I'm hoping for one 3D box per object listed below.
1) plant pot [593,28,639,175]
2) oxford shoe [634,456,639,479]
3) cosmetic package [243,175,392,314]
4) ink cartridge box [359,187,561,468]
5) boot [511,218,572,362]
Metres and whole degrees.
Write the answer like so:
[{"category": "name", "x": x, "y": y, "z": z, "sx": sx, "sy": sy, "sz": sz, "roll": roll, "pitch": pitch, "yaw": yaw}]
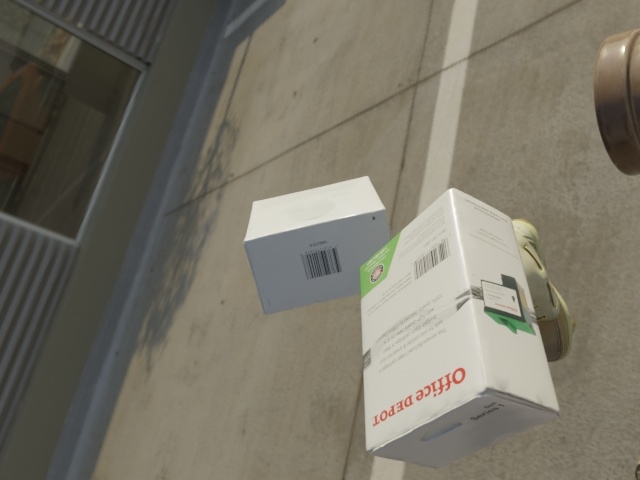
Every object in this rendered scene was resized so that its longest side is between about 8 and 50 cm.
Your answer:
[{"category": "plant pot", "x": 0.639, "y": -0.258, "z": 1.039, "sx": 0.229, "sy": 0.263, "sz": 0.263, "roll": -7, "pitch": 62, "yaw": 46}, {"category": "oxford shoe", "x": 0.254, "y": 0.282, "z": 0.328, "sx": 0.146, "sy": 0.397, "sz": 0.140, "roll": -40, "pitch": 12, "yaw": -19}, {"category": "cosmetic package", "x": 0.000, "y": 0.000, "z": 1.025, "sx": 0.224, "sy": 0.138, "sz": 0.225, "roll": -13, "pitch": 20, "yaw": 2}, {"category": "ink cartridge box", "x": 0.119, "y": 0.087, "z": 0.582, "sx": 0.160, "sy": 0.092, "sz": 0.219, "roll": -45, "pitch": 33, "yaw": 41}, {"category": "boot", "x": 0.268, "y": 0.089, "z": 0.815, "sx": 0.077, "sy": 0.165, "sz": 0.213, "roll": -16, "pitch": 94, "yaw": 38}]
